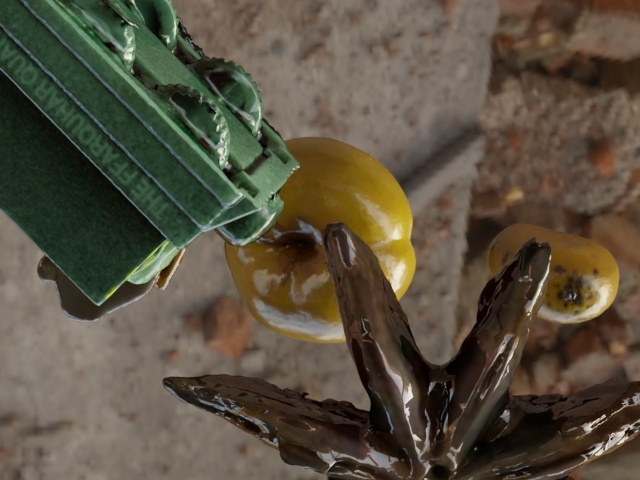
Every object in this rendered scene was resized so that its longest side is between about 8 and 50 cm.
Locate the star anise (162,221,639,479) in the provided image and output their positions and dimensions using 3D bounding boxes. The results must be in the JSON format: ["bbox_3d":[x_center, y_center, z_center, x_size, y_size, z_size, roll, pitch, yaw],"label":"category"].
[{"bbox_3d":[0.053,0.123,0.850,0.288,0.088,0.288,0,96,-3],"label":"star anise"}]

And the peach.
[{"bbox_3d":[0.000,0.000,1.362,0.179,0.179,0.103,-36,169,29],"label":"peach"}]

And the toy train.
[{"bbox_3d":[-0.174,-0.101,1.048,0.178,0.138,0.330,-42,94,20],"label":"toy train"}]

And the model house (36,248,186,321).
[{"bbox_3d":[-0.191,-0.060,1.701,0.220,0.229,0.199,-13,110,17],"label":"model house"}]

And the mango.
[{"bbox_3d":[0.161,0.020,1.122,0.079,0.114,0.057,-10,117,-21],"label":"mango"}]
